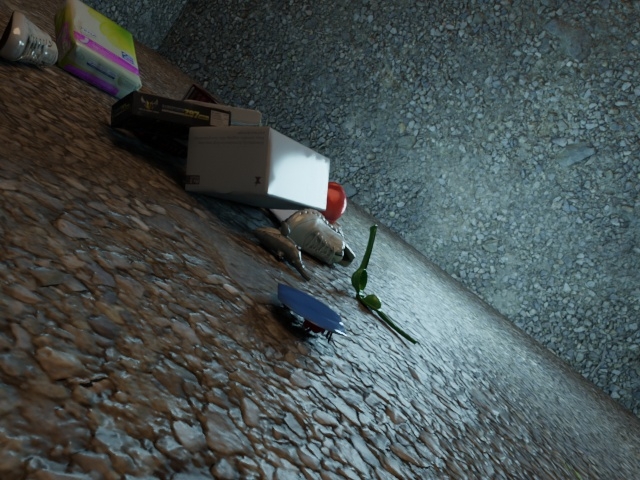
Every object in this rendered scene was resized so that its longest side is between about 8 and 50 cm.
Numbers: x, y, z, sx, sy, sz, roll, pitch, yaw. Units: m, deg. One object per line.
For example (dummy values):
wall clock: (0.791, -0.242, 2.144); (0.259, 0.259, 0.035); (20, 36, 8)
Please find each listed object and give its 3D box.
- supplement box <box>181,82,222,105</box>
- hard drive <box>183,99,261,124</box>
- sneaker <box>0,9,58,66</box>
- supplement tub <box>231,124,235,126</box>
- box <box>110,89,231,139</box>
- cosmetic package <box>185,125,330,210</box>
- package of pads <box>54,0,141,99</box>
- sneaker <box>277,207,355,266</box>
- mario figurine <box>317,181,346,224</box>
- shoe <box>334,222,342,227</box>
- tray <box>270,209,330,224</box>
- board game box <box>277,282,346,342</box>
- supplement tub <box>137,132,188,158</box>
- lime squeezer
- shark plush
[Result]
supplement box: (-0.449, -0.495, 2.075); (0.239, 0.130, 0.073); (44, 13, 34)
hard drive: (-0.288, -0.360, 1.521); (0.203, 0.040, 0.307); (6, 10, -15)
sneaker: (-0.682, -0.468, 1.270); (0.123, 0.106, 0.290); (26, 13, -32)
supplement tub: (-0.253, -0.260, 1.580); (0.199, 0.144, 0.144); (18, 19, -31)
box: (-0.355, -0.287, 1.270); (0.232, 0.059, 0.183); (5, -3, -35)
cosmetic package: (-0.140, -0.168, 1.338); (0.217, 0.156, 0.385); (4, -2, 19)
package of pads: (-0.675, -0.578, 1.614); (0.229, 0.101, 0.297); (25, 33, -46)
sneaker: (0.000, 0.000, 1.422); (0.292, 0.110, 0.118); (20, 28, -55)
mario figurine: (-0.017, -0.120, 1.800); (0.170, 0.198, 0.320); (61, -6, -26)
shoe: (0.014, -0.074, 1.887); (0.076, 0.058, 0.219); (29, 13, -35)
tray: (-0.090, -0.090, 1.597); (0.145, 0.030, 0.270); (-4, 31, -26)
board game box: (-0.025, 0.131, 0.942); (0.133, 0.033, 0.169); (29, 6, -9)
supplement tub: (-0.416, -0.304, 1.404); (0.198, 0.106, 0.106); (29, 12, -31)
lime squeezer: (0.140, 0.124, 1.334); (0.059, 0.109, 0.310); (54, 17, -70)
shark plush: (-0.085, 0.033, 1.206); (0.161, 0.073, 0.067); (58, 34, 6)
